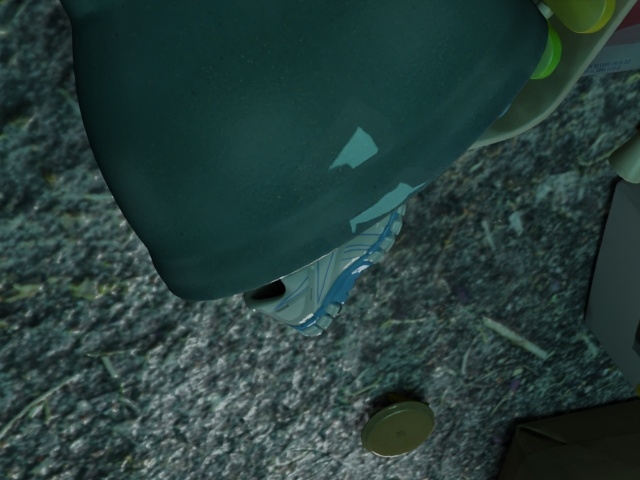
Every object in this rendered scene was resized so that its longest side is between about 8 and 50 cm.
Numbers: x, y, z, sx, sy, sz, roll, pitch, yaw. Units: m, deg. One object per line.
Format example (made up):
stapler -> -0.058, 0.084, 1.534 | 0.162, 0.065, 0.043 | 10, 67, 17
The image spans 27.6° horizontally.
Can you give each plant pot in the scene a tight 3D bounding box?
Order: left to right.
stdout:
plant pot -> -0.037, -0.132, 0.800 | 0.293, 0.293, 0.196 | -36, 110, 6

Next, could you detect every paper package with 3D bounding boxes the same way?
paper package -> 0.344, 0.343, 1.483 | 0.309, 0.168, 0.325 | -7, 132, -21

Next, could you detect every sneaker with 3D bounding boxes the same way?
sneaker -> 0.000, 0.000, 1.064 | 0.083, 0.071, 0.190 | 15, 121, -30

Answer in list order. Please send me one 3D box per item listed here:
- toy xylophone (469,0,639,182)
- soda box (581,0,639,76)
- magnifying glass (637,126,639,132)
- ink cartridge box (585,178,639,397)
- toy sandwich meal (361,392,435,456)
toy xylophone -> 0.177, -0.187, 0.876 | 0.081, 0.236, 0.322 | -6, 134, -39
soda box -> 0.295, -0.198, 1.019 | 0.263, 0.092, 0.083 | -10, 132, -19
magnifying glass -> 0.380, -0.149, 1.124 | 0.231, 0.092, 0.026 | -35, 140, 20
ink cartridge box -> 0.406, 0.075, 1.197 | 0.198, 0.270, 0.197 | -14, 135, -16
toy sandwich meal -> 0.077, 0.183, 1.298 | 0.085, 0.029, 0.085 | -11, 131, -13
